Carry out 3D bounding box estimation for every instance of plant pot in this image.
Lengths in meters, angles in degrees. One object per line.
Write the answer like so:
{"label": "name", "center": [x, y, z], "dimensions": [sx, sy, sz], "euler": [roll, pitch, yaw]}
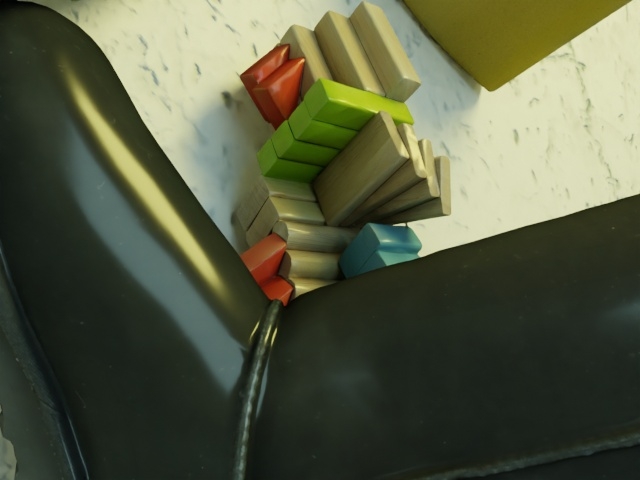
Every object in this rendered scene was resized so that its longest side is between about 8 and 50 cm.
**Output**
{"label": "plant pot", "center": [0.180, -0.317, 0.662], "dimensions": [0.187, 0.212, 0.212], "euler": [25, 65, -20]}

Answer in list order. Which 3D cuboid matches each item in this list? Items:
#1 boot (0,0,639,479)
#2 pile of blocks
{"label": "boot", "center": [0.066, 0.017, 0.346], "dimensions": [0.146, 0.445, 0.367], "euler": [-71, 149, -79]}
{"label": "pile of blocks", "center": [0.000, 0.000, 0.464], "dimensions": [0.113, 0.149, 0.362], "euler": [5, 78, -40]}
